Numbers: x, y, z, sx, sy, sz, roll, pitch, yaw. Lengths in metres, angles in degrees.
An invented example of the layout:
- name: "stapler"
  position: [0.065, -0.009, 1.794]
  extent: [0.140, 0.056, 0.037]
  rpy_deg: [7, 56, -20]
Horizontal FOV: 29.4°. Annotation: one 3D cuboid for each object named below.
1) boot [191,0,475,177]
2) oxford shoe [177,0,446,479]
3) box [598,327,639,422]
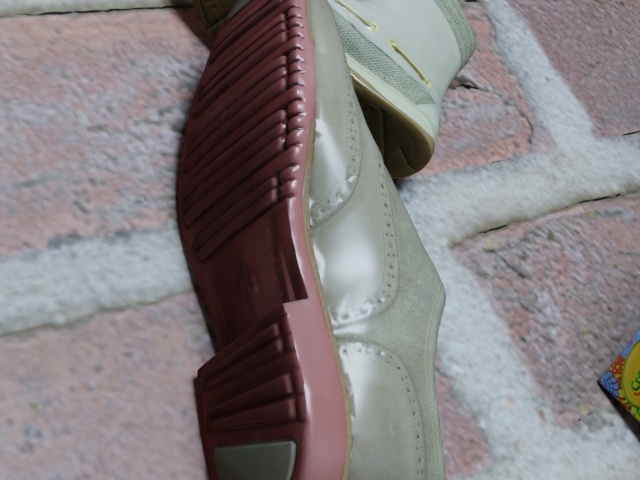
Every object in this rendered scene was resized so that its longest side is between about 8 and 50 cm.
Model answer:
- name: "boot"
  position: [0.015, -0.163, 0.863]
  extent: [0.213, 0.077, 0.165]
  rpy_deg: [41, 44, -13]
- name: "oxford shoe"
  position: [0.000, 0.000, 0.714]
  extent: [0.130, 0.123, 0.348]
  rpy_deg: [13, 63, -34]
- name: "box"
  position: [0.389, 0.068, 0.780]
  extent: [0.177, 0.290, 0.279]
  rpy_deg: [-19, 57, -44]
